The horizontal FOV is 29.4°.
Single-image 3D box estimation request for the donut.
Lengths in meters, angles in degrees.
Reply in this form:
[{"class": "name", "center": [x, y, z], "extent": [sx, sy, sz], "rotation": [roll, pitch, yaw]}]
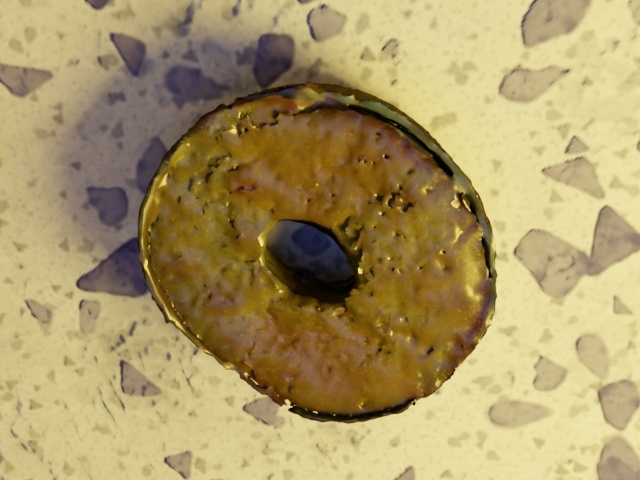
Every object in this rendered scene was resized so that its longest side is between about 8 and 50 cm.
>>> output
[{"class": "donut", "center": [0.000, 0.000, 0.935], "extent": [0.272, 0.107, 0.272], "rotation": [2, 110, 6]}]
